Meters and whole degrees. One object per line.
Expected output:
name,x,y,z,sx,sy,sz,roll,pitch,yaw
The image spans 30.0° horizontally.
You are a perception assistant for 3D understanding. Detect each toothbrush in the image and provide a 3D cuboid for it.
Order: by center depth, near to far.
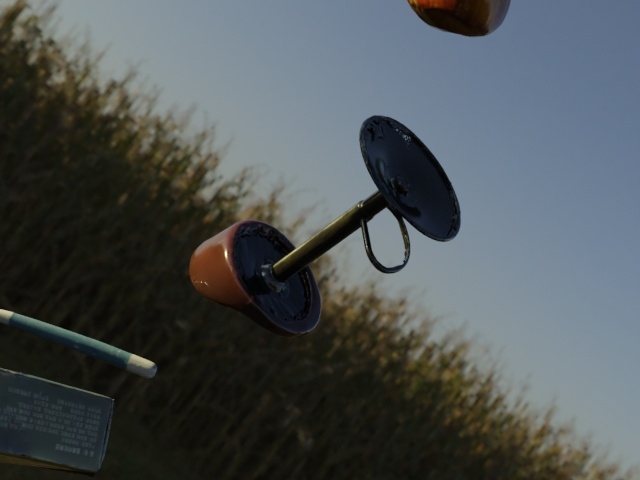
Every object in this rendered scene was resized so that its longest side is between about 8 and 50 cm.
toothbrush,-0.299,0.087,1.236,0.275,0.019,0.025,20,30,-3

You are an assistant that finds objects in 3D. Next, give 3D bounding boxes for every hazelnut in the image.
hazelnut,0.189,-0.342,1.575,0.150,0.150,0.150,38,-5,4

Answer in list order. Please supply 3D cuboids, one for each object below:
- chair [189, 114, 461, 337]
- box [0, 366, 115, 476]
chair,0.000,0.000,1.893,0.226,0.401,0.227,36,35,-31
box,-0.604,0.263,1.898,0.372,0.138,0.420,-1,-17,35
